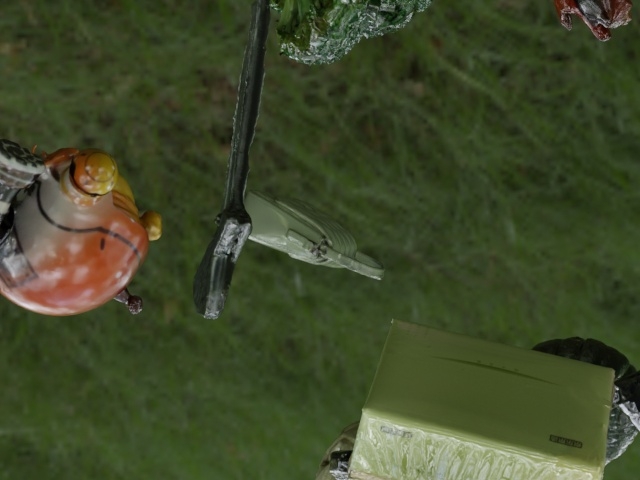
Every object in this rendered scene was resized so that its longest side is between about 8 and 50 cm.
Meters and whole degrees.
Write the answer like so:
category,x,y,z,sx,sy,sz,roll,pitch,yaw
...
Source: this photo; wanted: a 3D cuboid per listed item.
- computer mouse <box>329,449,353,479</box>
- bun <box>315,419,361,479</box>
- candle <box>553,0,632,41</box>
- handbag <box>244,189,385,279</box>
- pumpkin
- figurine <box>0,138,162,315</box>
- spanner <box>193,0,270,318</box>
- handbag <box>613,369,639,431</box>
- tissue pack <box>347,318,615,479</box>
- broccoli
category,x,y,z,sx,sy,sz,roll,pitch,yaw
computer mouse,0.070,0.255,1.587,0.099,0.057,0.172,9,155,35
bun,0.055,0.326,2.070,0.102,0.183,0.183,35,139,-29
candle,0.259,-0.360,1.660,0.084,0.302,0.059,-29,171,30
handbag,0.000,0.000,2.154,0.219,0.079,0.256,26,-177,10
pumpkin,0.399,0.256,2.308,0.220,0.221,0.162,-15,-173,21
figurine,-0.348,-0.010,1.807,0.320,0.196,0.323,-20,160,38
spanner,-0.068,-0.078,1.245,0.026,0.326,0.093,16,148,-14
handbag,0.423,0.186,1.474,0.088,0.211,0.254,-43,-177,-33
tissue pack,0.159,0.181,1.421,0.234,0.159,0.125,14,125,8
broccoli,0.005,-0.301,1.359,0.269,0.269,0.254,6,159,-34
